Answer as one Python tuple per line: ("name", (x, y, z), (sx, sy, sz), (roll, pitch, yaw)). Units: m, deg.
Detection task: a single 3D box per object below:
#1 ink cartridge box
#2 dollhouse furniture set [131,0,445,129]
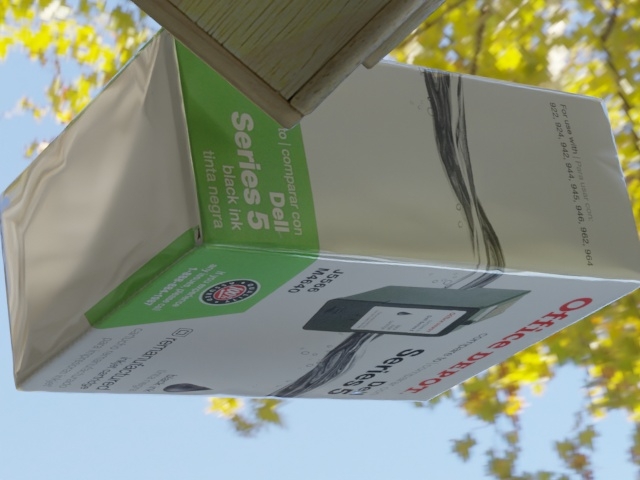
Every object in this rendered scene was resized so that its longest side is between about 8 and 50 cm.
("ink cartridge box", (0.000, 0.000, 0.779), (0.273, 0.198, 0.115), (5, -116, -34))
("dollhouse furniture set", (0.000, -0.170, 0.448), (0.161, 0.242, 0.212), (-42, -61, 18))
